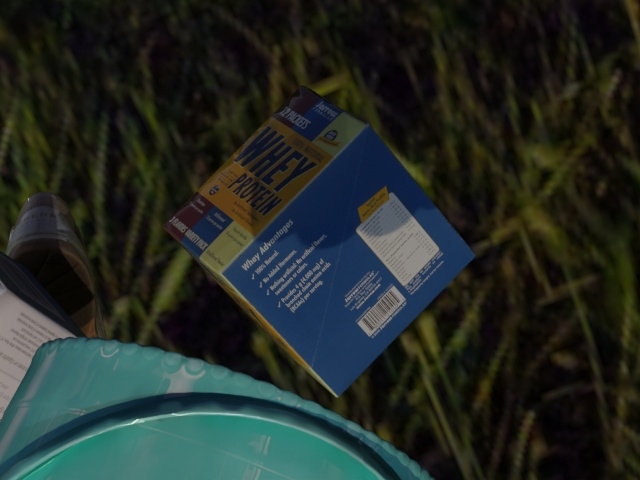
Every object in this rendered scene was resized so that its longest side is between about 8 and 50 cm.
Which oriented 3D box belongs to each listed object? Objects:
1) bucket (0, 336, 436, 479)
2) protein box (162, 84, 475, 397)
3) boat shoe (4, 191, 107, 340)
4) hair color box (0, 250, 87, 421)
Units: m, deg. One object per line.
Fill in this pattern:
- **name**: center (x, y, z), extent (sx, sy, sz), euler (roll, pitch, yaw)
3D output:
- **bucket**: center (-0.073, 0.182, 0.968), extent (0.281, 0.281, 0.183), euler (4, 65, 37)
- **protein box**: center (0.000, 0.000, 1.770), extent (0.200, 0.201, 0.136), euler (-46, 34, -6)
- **boat shoe**: center (-0.256, 0.087, 1.760), extent (0.109, 0.302, 0.098), euler (-3, 43, -5)
- **hair color box**: center (-0.388, 0.160, 1.525), extent (0.374, 0.185, 0.113), euler (-44, 66, -1)
